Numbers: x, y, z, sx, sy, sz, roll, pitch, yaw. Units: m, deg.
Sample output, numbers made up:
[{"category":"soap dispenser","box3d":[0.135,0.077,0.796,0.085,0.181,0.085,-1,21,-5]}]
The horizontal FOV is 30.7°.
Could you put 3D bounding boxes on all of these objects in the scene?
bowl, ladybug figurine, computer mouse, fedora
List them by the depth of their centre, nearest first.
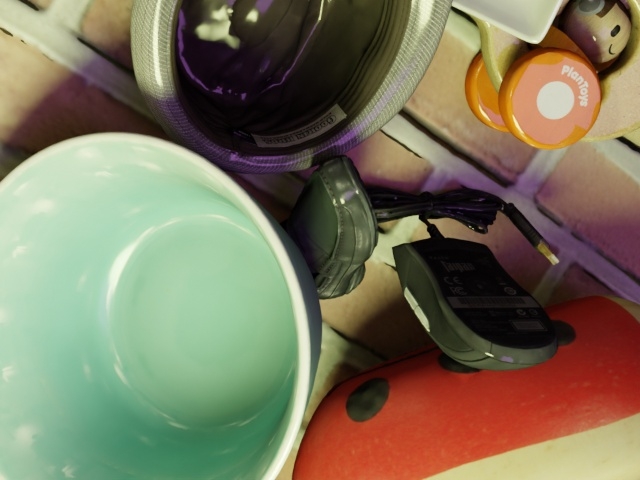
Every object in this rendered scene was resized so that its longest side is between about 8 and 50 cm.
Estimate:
[{"category":"fedora","box3d":[-0.032,-0.191,0.918,0.243,0.124,0.276,9,116,-23]},{"category":"bowl","box3d":[-0.122,0.071,0.927,0.312,0.311,0.163,-67,161,13]},{"category":"computer mouse","box3d":[0.144,0.038,1.025,0.184,0.262,0.060,-1,124,-29]},{"category":"ladybug figurine","box3d":[0.161,0.165,1.074,0.449,0.305,0.162,-17,88,-22]}]

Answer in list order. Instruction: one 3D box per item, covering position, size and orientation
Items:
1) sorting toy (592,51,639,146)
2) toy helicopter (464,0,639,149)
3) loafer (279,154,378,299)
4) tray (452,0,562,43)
[{"category":"sorting toy","box3d":[0.391,-0.184,1.152,0.307,0.041,0.229,25,105,-29]},{"category":"toy helicopter","box3d":[0.223,-0.261,0.993,0.234,0.140,0.355,-17,104,-4]},{"category":"loafer","box3d":[0.000,0.000,0.985,0.078,0.076,0.223,-19,160,-12]},{"category":"tray","box3d":[0.172,-0.303,0.911,0.270,0.145,0.030,-64,161,12]}]
